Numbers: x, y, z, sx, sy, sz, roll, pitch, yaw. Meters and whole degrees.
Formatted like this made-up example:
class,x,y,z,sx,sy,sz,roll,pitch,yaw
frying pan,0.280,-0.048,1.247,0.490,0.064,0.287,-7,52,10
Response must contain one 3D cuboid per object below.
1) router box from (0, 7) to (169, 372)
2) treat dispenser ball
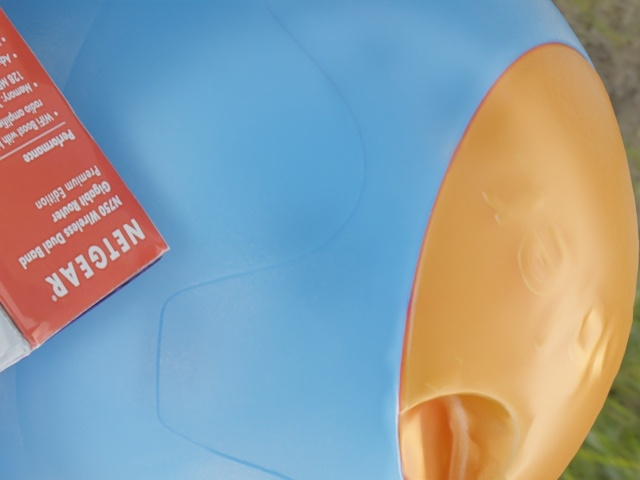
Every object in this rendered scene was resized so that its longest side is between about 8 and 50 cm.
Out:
class,x,y,z,sx,sy,sz,roll,pitch,yaw
router box,-0.260,-0.029,0.615,0.301,0.335,0.082,55,31,-3
treat dispenser ball,-0.026,0.001,0.743,0.288,0.288,0.288,-16,121,-30
